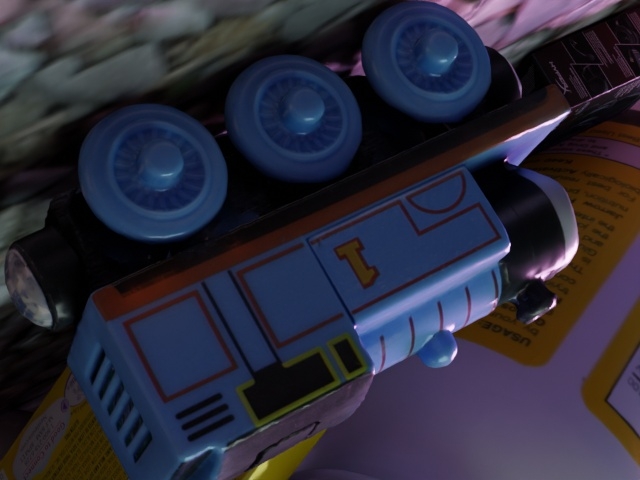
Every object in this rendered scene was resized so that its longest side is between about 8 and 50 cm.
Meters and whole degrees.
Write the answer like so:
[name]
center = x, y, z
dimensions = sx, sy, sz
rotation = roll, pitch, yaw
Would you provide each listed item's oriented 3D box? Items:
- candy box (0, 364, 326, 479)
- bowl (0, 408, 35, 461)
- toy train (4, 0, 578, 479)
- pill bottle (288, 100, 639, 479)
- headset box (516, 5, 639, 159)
[candy box]
center = -0.081, 0.100, 0.491
dimensions = 0.027, 0.105, 0.206
rotation = 17, 116, -50
[bowl]
center = -0.101, 0.159, 0.655
dimensions = 0.156, 0.289, 0.289
rotation = 12, 179, 14
[toy train]
center = 0.000, 0.000, 0.393
dimensions = 0.184, 0.105, 0.080
rotation = -25, 169, -26
[pill bottle]
center = 0.093, 0.082, 0.590
dimensions = 0.188, 0.188, 0.334
rotation = -41, -178, 46
[headset box]
center = 0.125, -0.074, 0.591
dimensions = 0.083, 0.032, 0.062
rotation = -24, 168, -23
